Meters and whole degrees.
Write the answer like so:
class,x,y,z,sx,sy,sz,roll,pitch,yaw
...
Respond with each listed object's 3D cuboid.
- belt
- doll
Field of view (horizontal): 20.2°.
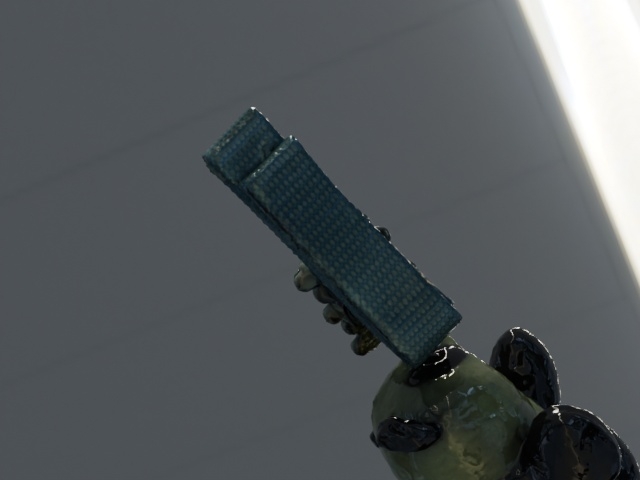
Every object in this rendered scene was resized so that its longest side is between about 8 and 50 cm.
class,x,y,z,sx,sy,sz,roll,pitch,yaw
belt,0.003,-0.004,1.040,0.065,0.100,0.179,-44,-72,-6
doll,0.126,0.151,1.105,0.135,0.143,0.234,-37,-67,1
